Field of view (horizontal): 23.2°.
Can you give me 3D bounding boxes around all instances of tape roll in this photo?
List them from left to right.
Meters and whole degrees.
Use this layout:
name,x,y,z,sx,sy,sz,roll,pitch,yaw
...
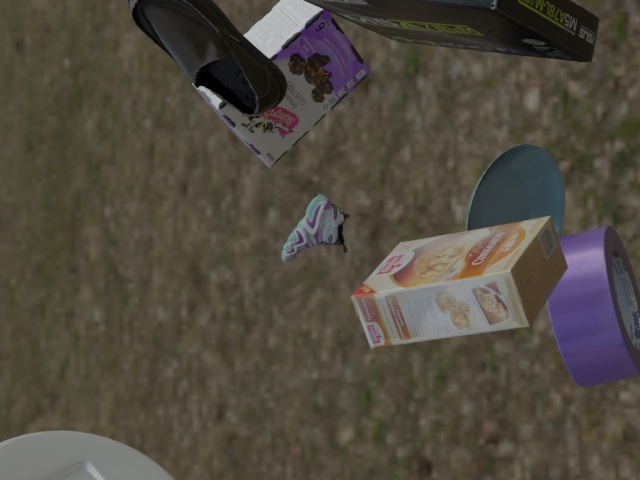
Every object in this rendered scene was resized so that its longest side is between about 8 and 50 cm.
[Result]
name,x,y,z,sx,sy,sz,roll,pitch,yaw
tape roll,0.339,0.081,1.913,0.189,0.080,0.189,-14,-90,-70

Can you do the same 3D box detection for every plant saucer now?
name,x,y,z,sx,sy,sz,roll,pitch,yaw
plant saucer,0.242,-0.031,2.015,0.037,0.195,0.195,15,104,46

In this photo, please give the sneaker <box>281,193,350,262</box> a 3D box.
name,x,y,z,sx,sy,sz,roll,pitch,yaw
sneaker,0.000,0.000,1.861,0.098,0.069,0.038,-58,0,27

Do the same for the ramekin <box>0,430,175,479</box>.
name,x,y,z,sx,sy,sz,roll,pitch,yaw
ramekin,-0.246,0.311,1.498,0.277,0.277,0.135,-114,33,-47

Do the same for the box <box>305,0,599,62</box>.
name,x,y,z,sx,sy,sz,roll,pitch,yaw
box,0.095,-0.184,1.208,0.191,0.184,0.045,11,92,31

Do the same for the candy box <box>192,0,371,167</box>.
name,x,y,z,sx,sy,sz,roll,pitch,yaw
candy box,-0.049,-0.217,2.088,0.070,0.196,0.165,46,179,36

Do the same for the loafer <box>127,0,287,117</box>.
name,x,y,z,sx,sy,sz,roll,pitch,yaw
loafer,-0.135,-0.226,1.837,0.080,0.220,0.078,-50,8,30

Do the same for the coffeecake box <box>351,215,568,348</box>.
name,x,y,z,sx,sy,sz,roll,pitch,yaw
coffeecake box,0.149,0.044,1.654,0.185,0.142,0.068,-11,109,30
